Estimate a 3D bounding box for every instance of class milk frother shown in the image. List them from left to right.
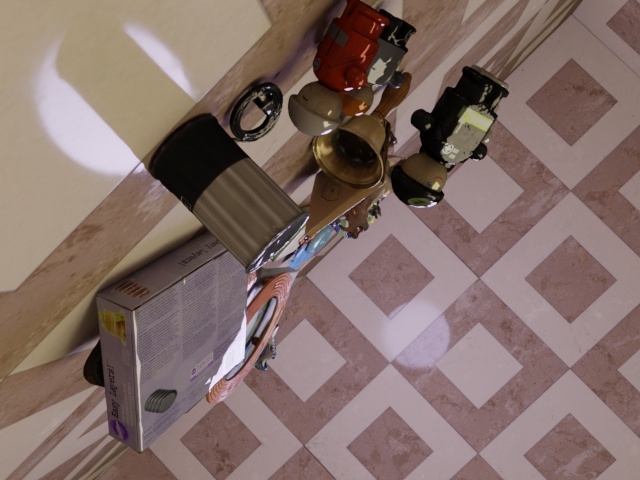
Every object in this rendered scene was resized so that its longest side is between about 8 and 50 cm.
[{"bbox_3d":[-0.061,-0.066,0.596,0.143,0.135,0.129,-45,176,10],"label":"milk frother"}]

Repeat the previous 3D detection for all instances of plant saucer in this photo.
[{"bbox_3d":[0.000,0.000,1.985,0.119,0.021,0.119,-48,166,-16],"label":"plant saucer"}]

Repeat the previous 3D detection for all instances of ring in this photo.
[{"bbox_3d":[-0.164,0.215,1.377,0.336,0.032,0.336,-58,168,-21],"label":"ring"}]

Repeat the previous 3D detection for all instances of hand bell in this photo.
[{"bbox_3d":[0.097,-0.213,1.031,0.242,0.126,0.126,-57,-178,-32],"label":"hand bell"}]

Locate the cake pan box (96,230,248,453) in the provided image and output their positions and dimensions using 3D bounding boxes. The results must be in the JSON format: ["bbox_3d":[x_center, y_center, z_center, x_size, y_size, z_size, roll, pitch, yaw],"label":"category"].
[{"bbox_3d":[-0.197,0.130,0.888,0.267,0.070,0.245,-39,143,-51],"label":"cake pan box"}]

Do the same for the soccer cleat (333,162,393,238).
[{"bbox_3d":[0.139,-0.121,1.837,0.289,0.121,0.093,-47,174,32],"label":"soccer cleat"}]

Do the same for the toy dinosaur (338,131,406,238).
[{"bbox_3d":[0.125,-0.154,1.536,0.200,0.127,0.295,-36,-165,32],"label":"toy dinosaur"}]

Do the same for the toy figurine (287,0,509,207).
[{"bbox_3d":[0.090,-0.151,0.676,0.148,0.213,0.209,-60,174,23],"label":"toy figurine"}]

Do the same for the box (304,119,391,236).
[{"bbox_3d":[0.049,-0.113,1.118,0.201,0.021,0.164,-35,-148,40],"label":"box"}]

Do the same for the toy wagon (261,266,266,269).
[{"bbox_3d":[-0.220,0.230,1.595,0.344,0.068,0.267,-60,168,-5],"label":"toy wagon"}]

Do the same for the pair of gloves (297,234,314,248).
[{"bbox_3d":[-0.026,-0.012,1.449,0.074,0.010,0.083,-44,172,-11],"label":"pair of gloves"}]

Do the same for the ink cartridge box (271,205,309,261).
[{"bbox_3d":[-0.104,0.020,1.446,0.235,0.056,0.171,-48,175,14],"label":"ink cartridge box"}]

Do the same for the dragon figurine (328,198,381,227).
[{"bbox_3d":[0.091,-0.101,1.670,0.144,0.085,0.289,-1,-165,13],"label":"dragon figurine"}]

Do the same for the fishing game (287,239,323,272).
[{"bbox_3d":[-0.051,0.027,2.025,0.189,0.041,0.264,-45,166,-11],"label":"fishing game"}]

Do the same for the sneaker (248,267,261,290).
[{"bbox_3d":[-0.234,0.143,1.220,0.270,0.090,0.145,-50,172,23],"label":"sneaker"}]

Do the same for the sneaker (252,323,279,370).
[{"bbox_3d":[-0.134,0.280,1.592,0.135,0.058,0.052,-64,168,9],"label":"sneaker"}]

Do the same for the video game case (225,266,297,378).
[{"bbox_3d":[-0.175,0.203,1.468,0.299,0.036,0.329,-63,168,5],"label":"video game case"}]

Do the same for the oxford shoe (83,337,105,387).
[{"bbox_3d":[-0.278,0.131,0.939,0.096,0.082,0.227,-13,-156,45],"label":"oxford shoe"}]
